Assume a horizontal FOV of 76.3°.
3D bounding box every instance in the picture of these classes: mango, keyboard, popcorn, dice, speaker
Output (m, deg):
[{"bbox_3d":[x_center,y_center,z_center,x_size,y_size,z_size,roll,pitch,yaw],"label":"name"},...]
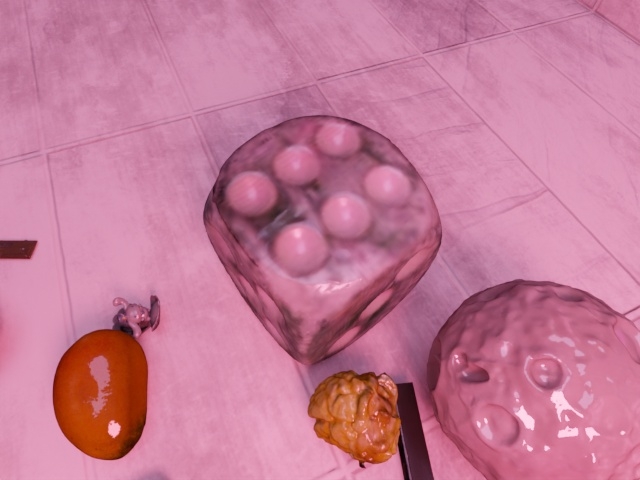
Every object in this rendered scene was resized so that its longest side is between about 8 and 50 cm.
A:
[{"bbox_3d":[-0.384,0.267,0.714,0.151,0.120,0.221,-6,67,-8],"label":"mango"},{"bbox_3d":[-0.711,0.020,0.917,0.129,0.015,0.049,0,52,-3],"label":"keyboard"},{"bbox_3d":[0.063,0.305,0.696,0.173,0.173,0.142,11,41,4],"label":"popcorn"},{"bbox_3d":[0.000,0.000,0.771,0.328,0.348,0.330,-34,64,-20],"label":"dice"},{"bbox_3d":[0.163,0.358,0.730,0.046,0.040,0.191,-2,57,-7],"label":"speaker"}]

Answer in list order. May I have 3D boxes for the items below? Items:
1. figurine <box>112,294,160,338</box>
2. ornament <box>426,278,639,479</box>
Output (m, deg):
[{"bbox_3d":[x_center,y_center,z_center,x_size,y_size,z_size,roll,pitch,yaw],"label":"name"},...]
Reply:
[{"bbox_3d":[-0.365,0.154,0.806,0.086,0.082,0.094,3,46,-27],"label":"figurine"},{"bbox_3d":[0.333,0.224,0.653,0.337,0.337,0.337,1,57,-2],"label":"ornament"}]
